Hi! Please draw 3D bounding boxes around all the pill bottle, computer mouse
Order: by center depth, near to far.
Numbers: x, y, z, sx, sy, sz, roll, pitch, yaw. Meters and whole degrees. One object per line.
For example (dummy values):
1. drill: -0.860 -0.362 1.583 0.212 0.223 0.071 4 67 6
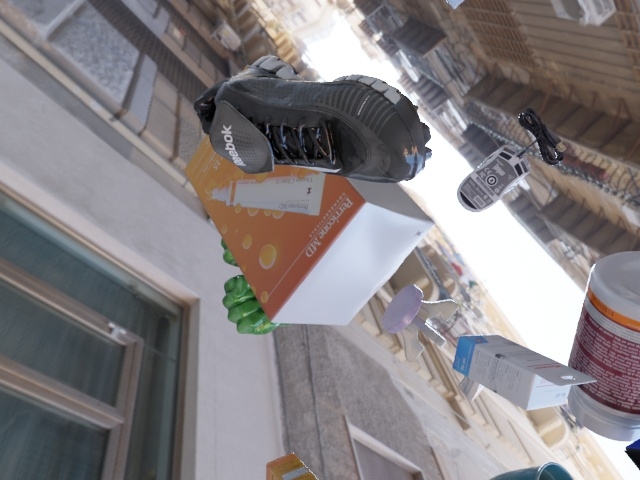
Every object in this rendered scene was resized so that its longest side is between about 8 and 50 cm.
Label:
1. computer mouse: 0.313 -0.124 0.855 0.193 0.106 0.042 -41 174 9
2. pill bottle: 0.676 0.240 1.097 0.224 0.391 0.224 -4 -147 3

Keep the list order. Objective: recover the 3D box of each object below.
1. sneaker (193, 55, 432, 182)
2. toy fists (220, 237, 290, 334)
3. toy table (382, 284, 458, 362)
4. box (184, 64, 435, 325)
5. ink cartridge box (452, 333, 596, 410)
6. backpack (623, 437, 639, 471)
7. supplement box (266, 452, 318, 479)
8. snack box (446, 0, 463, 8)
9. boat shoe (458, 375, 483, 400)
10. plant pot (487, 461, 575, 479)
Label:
1. sneaker: -0.024 -0.082 0.381 0.106 0.078 0.234 -30 -141 -23
2. toy fists: -0.140 0.062 1.079 0.096 0.143 0.278 147 -59 -73
3. toy table: 0.318 0.266 1.662 0.252 0.161 0.274 -51 -177 16
4. box: -0.036 -0.070 0.768 0.215 0.168 0.345 -52 -127 21
5. ink cartridge box: 0.310 0.207 0.777 0.180 0.104 0.060 23 -76 55
6. backpack: 0.711 0.460 1.019 0.101 0.098 0.120 -26 -110 -3
7. supplement box: -0.032 0.562 1.077 0.233 0.080 0.077 20 -68 53
8. snack box: 0.219 -0.418 0.629 0.175 0.070 0.207 -33 -148 42
9. boat shoe: 0.396 0.333 1.282 0.066 0.184 0.063 -32 -128 -31
10. plant pot: 0.486 0.705 1.237 0.255 0.272 0.271 -29 -144 40
